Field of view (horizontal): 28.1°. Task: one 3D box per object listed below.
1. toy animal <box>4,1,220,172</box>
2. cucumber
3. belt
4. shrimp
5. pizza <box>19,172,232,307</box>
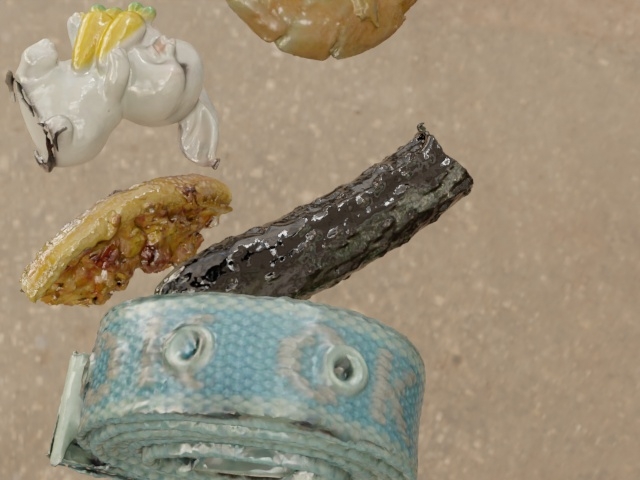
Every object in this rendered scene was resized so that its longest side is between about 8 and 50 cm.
[{"bbox_3d":[-0.291,-0.212,1.899,0.310,0.247,0.183,-20,37,-24],"label":"toy animal"},{"bbox_3d":[0.000,0.000,0.999,0.303,0.072,0.081,-33,77,-32],"label":"cucumber"},{"bbox_3d":[-0.033,0.078,0.622,0.163,0.147,0.082,18,58,-20],"label":"belt"},{"bbox_3d":[0.032,-0.179,0.755,0.217,0.115,0.051,-29,18,-26],"label":"shrimp"},{"bbox_3d":[-0.226,0.006,1.544,0.305,0.161,0.086,-32,60,-33],"label":"pizza"}]
